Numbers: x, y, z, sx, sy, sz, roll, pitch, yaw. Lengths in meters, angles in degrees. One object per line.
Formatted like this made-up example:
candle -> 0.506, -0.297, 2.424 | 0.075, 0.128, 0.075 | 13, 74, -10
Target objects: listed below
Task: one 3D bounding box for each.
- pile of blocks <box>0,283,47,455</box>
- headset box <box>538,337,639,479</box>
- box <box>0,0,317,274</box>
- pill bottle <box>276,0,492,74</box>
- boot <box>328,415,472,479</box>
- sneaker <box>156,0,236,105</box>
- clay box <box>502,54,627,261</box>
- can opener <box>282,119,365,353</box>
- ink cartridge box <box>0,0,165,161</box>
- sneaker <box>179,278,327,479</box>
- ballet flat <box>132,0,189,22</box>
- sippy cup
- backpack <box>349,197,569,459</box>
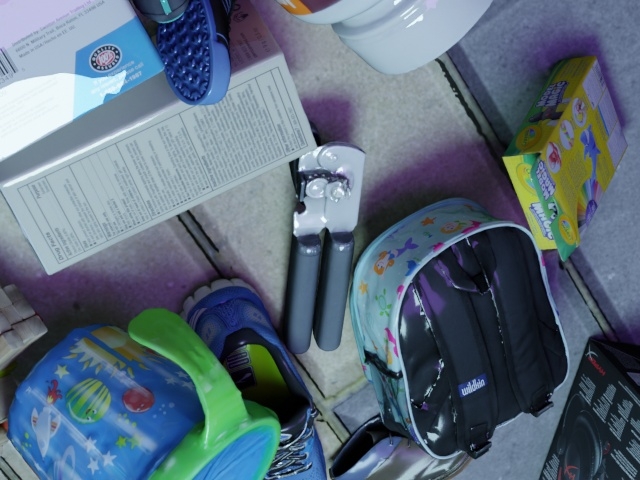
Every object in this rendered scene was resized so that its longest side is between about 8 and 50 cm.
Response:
pile of blocks -> -0.389, 0.176, 1.892 | 0.113, 0.149, 0.362 | -23, 142, -56
headset box -> 0.363, 0.298, 2.097 | 0.110, 0.218, 0.293 | 9, 110, -20
box -> -0.178, -0.108, 1.784 | 0.311, 0.121, 0.148 | -24, 136, -5
pill bottle -> -0.011, -0.352, 1.685 | 0.224, 0.224, 0.392 | -46, 118, 6
boot -> 0.111, 0.239, 2.071 | 0.106, 0.082, 0.219 | 36, 101, -30
sneaker -> -0.114, -0.233, 1.718 | 0.090, 0.232, 0.081 | 7, 151, -44
clay box -> 0.264, -0.088, 1.906 | 0.053, 0.222, 0.127 | -4, 125, 34
can opener -> 0.000, 0.000, 1.934 | 0.074, 0.093, 0.280 | -4, 123, -13
ink cartridge box -> -0.309, -0.254, 1.652 | 0.198, 0.197, 0.270 | -29, 119, -2
sneaker -> -0.067, 0.211, 1.967 | 0.130, 0.147, 0.330 | -24, 119, -5
ballet flat -> -0.180, -0.300, 1.671 | 0.074, 0.203, 0.074 | -21, 154, -11
sippy cup -> -0.198, 0.210, 1.830 | 0.224, 0.240, 0.305 | 38, 97, 18
backpack -> 0.144, 0.081, 1.941 | 0.225, 0.191, 0.253 | -29, 127, -19
